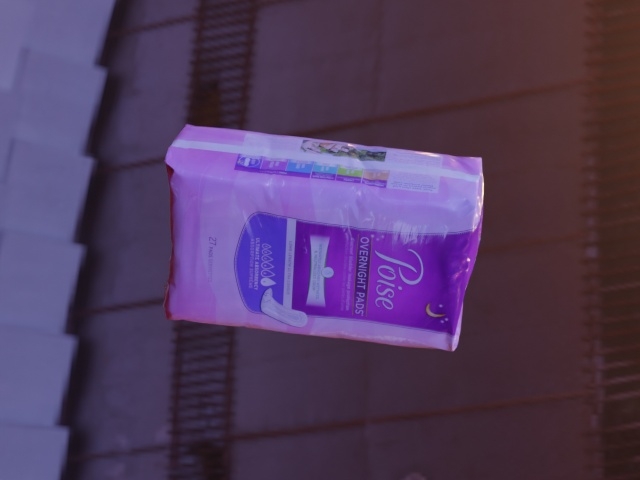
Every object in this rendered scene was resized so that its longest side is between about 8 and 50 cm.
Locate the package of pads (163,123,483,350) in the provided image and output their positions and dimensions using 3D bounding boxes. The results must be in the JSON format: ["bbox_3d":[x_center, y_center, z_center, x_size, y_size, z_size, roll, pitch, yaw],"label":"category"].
[{"bbox_3d":[0.000,0.000,0.413,0.032,0.083,0.050,-77,173,-56],"label":"package of pads"}]
